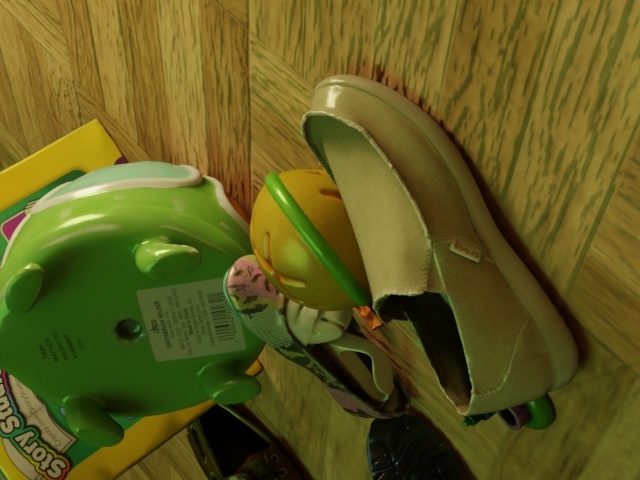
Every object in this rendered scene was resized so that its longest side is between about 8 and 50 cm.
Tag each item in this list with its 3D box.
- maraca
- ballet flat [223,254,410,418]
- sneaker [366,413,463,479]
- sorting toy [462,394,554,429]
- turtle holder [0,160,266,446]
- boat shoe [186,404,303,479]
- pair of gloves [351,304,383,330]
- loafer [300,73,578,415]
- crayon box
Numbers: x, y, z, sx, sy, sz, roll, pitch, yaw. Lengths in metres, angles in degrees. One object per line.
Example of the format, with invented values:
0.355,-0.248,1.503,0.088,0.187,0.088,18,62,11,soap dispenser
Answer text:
0.000,0.000,0.867,0.127,0.099,0.185,56,-177,4,maraca
0.010,0.085,0.949,0.079,0.077,0.221,-2,141,45,ballet flat
0.107,0.260,1.022,0.221,0.083,0.087,61,169,1,sneaker
0.127,0.119,0.840,0.102,0.042,0.061,41,152,30,sorting toy
-0.203,0.052,1.068,0.243,0.320,0.227,46,-159,-29,turtle holder
-0.082,0.316,1.407,0.307,0.110,0.104,36,151,37,boat shoe
0.021,0.054,0.996,0.074,0.010,0.083,56,157,-2,pair of gloves
0.067,0.005,0.743,0.268,0.092,0.102,53,156,7,loafer
-0.298,0.093,1.272,0.363,0.313,0.106,57,156,-3,crayon box
